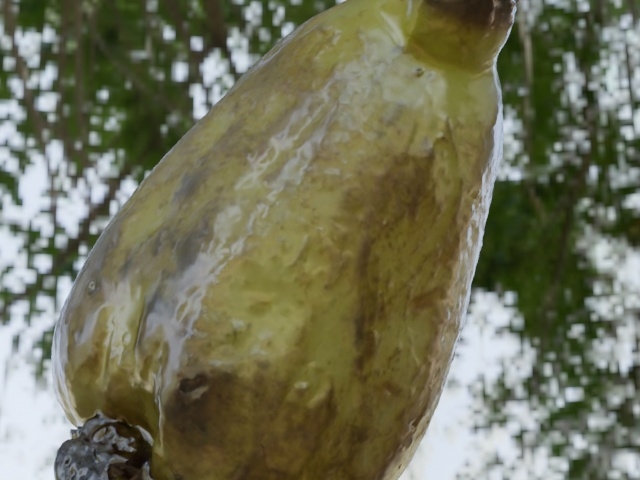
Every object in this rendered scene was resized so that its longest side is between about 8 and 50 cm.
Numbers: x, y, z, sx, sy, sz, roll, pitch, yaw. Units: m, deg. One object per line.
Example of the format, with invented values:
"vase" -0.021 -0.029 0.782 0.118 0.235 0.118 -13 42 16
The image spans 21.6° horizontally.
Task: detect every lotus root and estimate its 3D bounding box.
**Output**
"lotus root" 0.000 0.000 0.468 0.108 0.191 0.094 33 5 15
